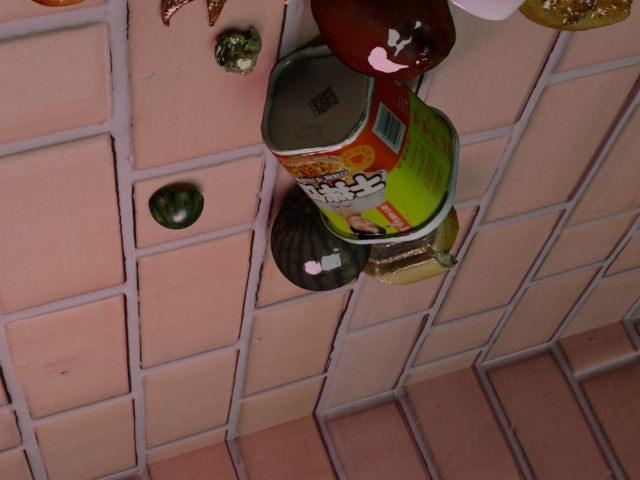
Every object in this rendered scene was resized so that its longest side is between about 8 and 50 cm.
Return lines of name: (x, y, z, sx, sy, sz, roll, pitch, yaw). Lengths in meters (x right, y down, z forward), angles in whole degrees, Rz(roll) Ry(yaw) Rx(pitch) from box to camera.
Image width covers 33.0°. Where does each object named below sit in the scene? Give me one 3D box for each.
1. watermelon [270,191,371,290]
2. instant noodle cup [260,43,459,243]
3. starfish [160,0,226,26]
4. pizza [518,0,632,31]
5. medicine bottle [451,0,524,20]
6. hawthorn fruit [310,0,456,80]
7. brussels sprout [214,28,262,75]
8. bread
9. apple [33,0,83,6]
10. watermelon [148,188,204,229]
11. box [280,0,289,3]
watermelon: (0.000, 0.000, 2.174, 0.212, 0.212, 0.212, -18, 153, -9)
instant noodle cup: (0.062, -0.173, 1.843, 0.294, 0.294, 0.308, -30, 145, 14)
starfish: (-0.153, -0.380, 1.535, 0.240, 0.043, 0.227, 0, 145, -33)
pizza: (0.436, -0.428, 1.861, 0.257, 0.087, 0.268, -18, 156, -3)
medicine bottle: (0.280, -0.474, 1.467, 0.241, 0.241, 0.302, 1, 145, -39)
hawthorn fruit: (0.101, -0.326, 1.594, 0.208, 0.248, 0.208, -16, 135, -17)
brussels sprout: (-0.130, -0.294, 1.699, 0.085, 0.058, 0.085, -8, 137, -8)
bread: (0.177, 0.003, 2.346, 0.257, 0.186, 0.124, -28, 158, 29)
apple: (-0.322, -0.371, 1.318, 0.163, 0.139, 0.163, -26, 166, -7)
watermelon: (-0.267, -0.054, 2.027, 0.105, 0.062, 0.105, -12, 158, -5)
box: (-0.038, -0.393, 1.568, 0.093, 0.015, 0.058, -57, 163, 4)
